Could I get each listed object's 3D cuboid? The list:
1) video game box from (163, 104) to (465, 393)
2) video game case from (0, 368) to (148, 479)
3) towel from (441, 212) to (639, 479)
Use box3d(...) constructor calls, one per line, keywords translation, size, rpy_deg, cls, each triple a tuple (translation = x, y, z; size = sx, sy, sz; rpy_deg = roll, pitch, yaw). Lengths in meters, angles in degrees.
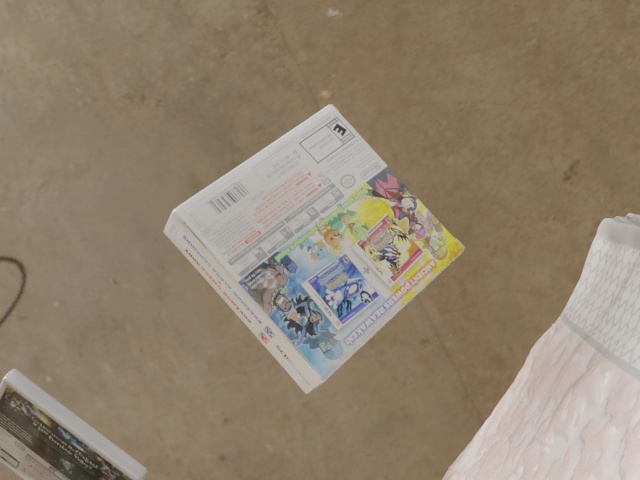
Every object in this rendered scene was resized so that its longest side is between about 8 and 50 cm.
box3d(translation=(0.000, 0.000, 0.783), size=(0.187, 0.205, 0.048), rpy_deg=(47, 146, 7), cls="video game box")
box3d(translation=(-0.306, 0.250, 1.036), size=(0.190, 0.022, 0.173), rpy_deg=(38, 134, -1), cls="video game case")
box3d(translation=(0.171, 0.128, 0.596), size=(0.053, 0.332, 0.316), rpy_deg=(29, 95, 1), cls="towel")
